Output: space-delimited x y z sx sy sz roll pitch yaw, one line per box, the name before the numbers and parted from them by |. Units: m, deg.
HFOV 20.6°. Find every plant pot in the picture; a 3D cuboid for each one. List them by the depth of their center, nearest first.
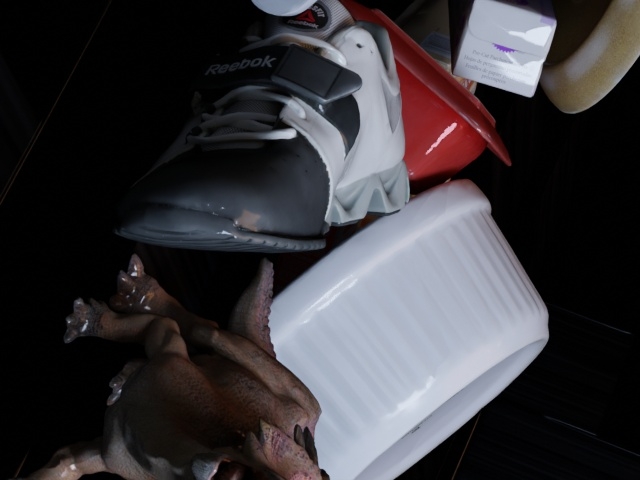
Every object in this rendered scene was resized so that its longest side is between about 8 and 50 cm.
plant pot | 0.216 -0.211 1.323 0.236 0.032 0.236 -160 -90 -78

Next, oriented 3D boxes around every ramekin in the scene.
ramekin | 0.046 0.089 1.287 0.273 0.127 0.273 -37 167 -10

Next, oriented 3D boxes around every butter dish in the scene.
butter dish | 0.045 -0.084 1.274 0.118 0.160 0.160 -47 168 5

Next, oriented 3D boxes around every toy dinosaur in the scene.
toy dinosaur | -0.051 0.111 1.008 0.296 0.200 0.127 -41 149 -65

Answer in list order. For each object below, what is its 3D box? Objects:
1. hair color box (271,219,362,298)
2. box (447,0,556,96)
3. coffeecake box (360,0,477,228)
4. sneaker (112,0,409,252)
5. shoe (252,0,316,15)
hair color box | 0.000 0.000 1.387 0.072 0.043 0.141 -44 153 -61
box | 0.140 -0.198 1.403 0.324 0.067 0.063 -80 -175 -68
coffeecake box | 0.079 -0.102 1.492 0.142 0.068 0.185 -51 158 -56
sneaker | -0.031 -0.073 1.041 0.330 0.123 0.146 -31 125 -70
shoe | 0.007 -0.218 1.033 0.081 0.063 0.178 -22 128 -68
